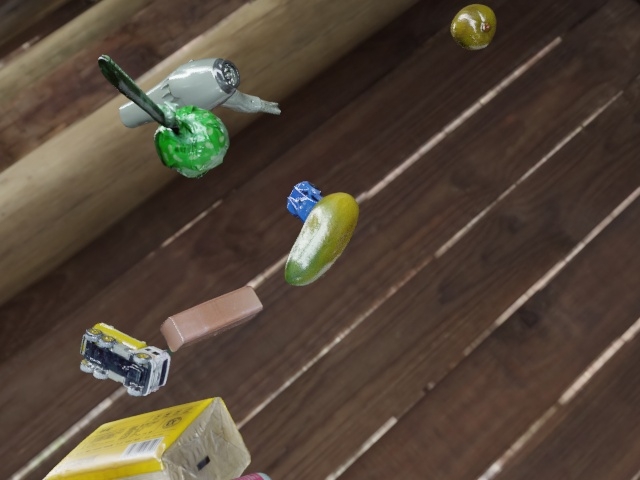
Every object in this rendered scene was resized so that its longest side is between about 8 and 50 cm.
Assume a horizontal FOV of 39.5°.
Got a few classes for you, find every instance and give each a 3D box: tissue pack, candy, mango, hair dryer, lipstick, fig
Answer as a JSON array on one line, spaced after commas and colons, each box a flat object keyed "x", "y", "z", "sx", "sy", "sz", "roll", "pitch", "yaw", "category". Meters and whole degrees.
[{"x": -0.404, "y": 0.547, "z": 2.095, "sx": 0.381, "sy": 0.293, "sz": 0.228, "roll": -17, "pitch": 104, "yaw": 28, "category": "tissue pack"}, {"x": -0.190, "y": -0.152, "z": 1.068, "sx": 0.097, "sy": 0.097, "sz": 0.323, "roll": 46, "pitch": -179, "yaw": 16, "category": "candy"}, {"x": 0.003, "y": 0.001, "z": 1.926, "sx": 0.091, "sy": 0.237, "sz": 0.137, "roll": 28, "pitch": 172, "yaw": 27, "category": "mango"}, {"x": -0.212, "y": -0.226, "z": 1.519, "sx": 0.267, "sy": 0.229, "sz": 0.092, "roll": 24, "pitch": -124, "yaw": -73, "category": "hair dryer"}, {"x": -0.154, "y": 0.110, "z": 1.272, "sx": 0.045, "sy": 0.145, "sz": 0.045, "roll": -42, "pitch": 74, "yaw": 48, "category": "lipstick"}, {"x": 0.249, "y": -0.353, "z": 1.477, "sx": 0.074, "sy": 0.074, "sz": 0.088, "roll": 58, "pitch": 162, "yaw": -23, "category": "fig"}]

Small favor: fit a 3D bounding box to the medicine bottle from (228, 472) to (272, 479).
[{"x": -0.171, "y": 0.419, "z": 1.345, "sx": 0.090, "sy": 0.216, "sz": 0.090, "roll": 18, "pitch": 112, "yaw": 55, "category": "medicine bottle"}]

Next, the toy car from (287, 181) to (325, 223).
[{"x": -0.015, "y": -0.073, "z": 2.296, "sx": 0.063, "sy": 0.103, "sz": 0.216, "roll": 16, "pitch": -160, "yaw": -41, "category": "toy car"}]

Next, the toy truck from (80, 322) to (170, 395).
[{"x": -0.441, "y": 0.260, "z": 2.005, "sx": 0.226, "sy": 0.114, "sz": 0.098, "roll": 20, "pitch": 105, "yaw": 26, "category": "toy truck"}]
